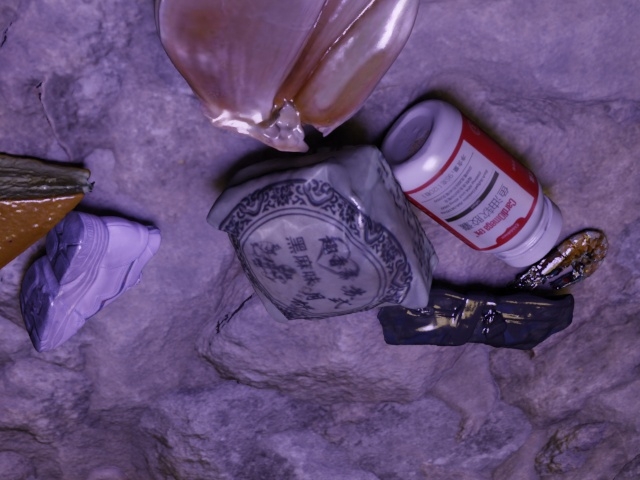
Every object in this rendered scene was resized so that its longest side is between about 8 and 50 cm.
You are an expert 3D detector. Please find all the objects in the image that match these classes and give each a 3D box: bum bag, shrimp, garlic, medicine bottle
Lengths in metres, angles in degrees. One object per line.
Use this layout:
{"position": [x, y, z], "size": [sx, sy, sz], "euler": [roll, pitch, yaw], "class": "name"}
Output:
{"position": [0.229, 0.118, 1.416], "size": [0.310, 0.074, 0.137], "euler": [5, 140, -12], "class": "bum bag"}
{"position": [0.358, 0.046, 1.421], "size": [0.161, 0.034, 0.091], "euler": [-31, 126, 11], "class": "shrimp"}
{"position": [-0.045, -0.255, 1.068], "size": [0.279, 0.132, 0.325], "euler": [14, 124, -20], "class": "garlic"}
{"position": [0.199, -0.069, 1.248], "size": [0.250, 0.131, 0.131], "euler": [34, 113, -29], "class": "medicine bottle"}

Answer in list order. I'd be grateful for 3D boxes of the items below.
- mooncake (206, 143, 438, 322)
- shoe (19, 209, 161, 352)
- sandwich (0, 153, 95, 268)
{"position": [-0.002, 0.003, 1.211], "size": [0.250, 0.136, 0.254], "euler": [-7, 133, 29], "class": "mooncake"}
{"position": [-0.309, 0.056, 1.272], "size": [0.137, 0.095, 0.245], "euler": [2, 136, -38], "class": "shoe"}
{"position": [-0.405, -0.036, 1.168], "size": [0.235, 0.122, 0.128], "euler": [-35, 128, 11], "class": "sandwich"}
